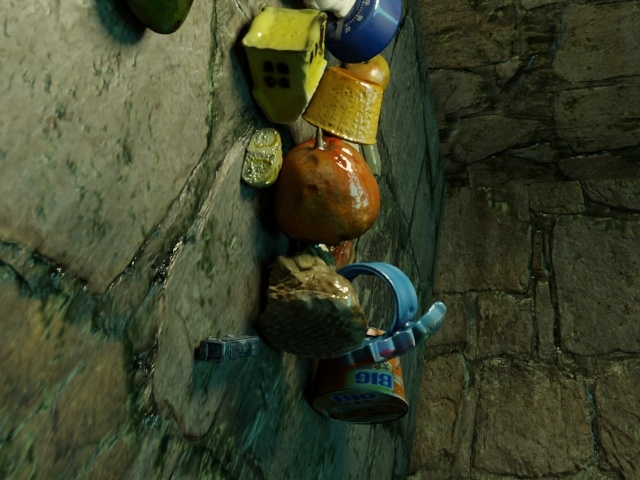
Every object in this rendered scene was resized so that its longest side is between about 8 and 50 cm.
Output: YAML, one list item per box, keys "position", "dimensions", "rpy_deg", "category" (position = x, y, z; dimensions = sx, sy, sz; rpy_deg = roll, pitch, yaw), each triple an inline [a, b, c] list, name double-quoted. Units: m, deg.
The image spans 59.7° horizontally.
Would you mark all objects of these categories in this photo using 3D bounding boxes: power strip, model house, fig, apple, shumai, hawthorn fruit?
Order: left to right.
- position: [-0.284, -0.421, 0.914]
  dimensions: [0.156, 0.123, 0.123]
  rpy_deg: [27, 56, -22]
  category: "fig"
- position: [-0.085, -0.414, 1.352]
  dimensions: [0.234, 0.174, 0.194]
  rpy_deg: [94, 9, -49]
  category: "model house"
- position: [0.001, 0.117, 1.349]
  dimensions: [0.314, 0.266, 0.263]
  rpy_deg: [131, -26, -55]
  category: "shumai"
- position: [0.006, -0.139, 1.379]
  dimensions: [0.277, 0.276, 0.298]
  rpy_deg: [-62, 153, -51]
  category: "hawthorn fruit"
- position: [0.159, -0.567, 1.947]
  dimensions: [0.155, 0.182, 0.183]
  rpy_deg: [76, 24, -50]
  category: "apple"
- position: [0.196, -0.372, 2.201]
  dimensions: [0.080, 0.048, 0.286]
  rpy_deg: [-66, 148, -43]
  category: "power strip"

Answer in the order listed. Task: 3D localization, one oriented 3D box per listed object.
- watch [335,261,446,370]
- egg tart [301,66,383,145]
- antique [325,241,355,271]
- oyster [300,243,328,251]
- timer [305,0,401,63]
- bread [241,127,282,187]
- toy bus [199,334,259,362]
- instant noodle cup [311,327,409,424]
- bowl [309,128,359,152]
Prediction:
- position: [0.160, 0.176, 1.477]
  dimensions: [0.241, 0.305, 0.275]
  rpy_deg: [7, 53, -61]
  category: "watch"
- position: [0.067, -0.340, 1.438]
  dimensions: [0.171, 0.215, 0.215]
  rpy_deg: [-67, 167, 22]
  category: "egg tart"
- position: [0.024, 0.102, 1.683]
  dimensions: [0.310, 0.087, 0.093]
  rpy_deg: [-62, 144, -50]
  category: "antique"
- position: [-0.008, -0.002, 1.592]
  dimensions: [0.198, 0.092, 0.260]
  rpy_deg: [76, 19, -54]
  category: "oyster"
- position: [0.032, -0.696, 1.574]
  dimensions: [0.383, 0.270, 0.271]
  rpy_deg: [13, 77, -55]
  category: "timer"
- position: [-0.131, -0.182, 1.318]
  dimensions: [0.094, 0.082, 0.157]
  rpy_deg: [84, 17, -47]
  category: "bread"
- position: [-0.187, 0.223, 1.157]
  dimensions: [0.166, 0.065, 0.047]
  rpy_deg: [15, 76, -69]
  category: "toy bus"
- position: [0.122, 0.404, 1.684]
  dimensions: [0.296, 0.296, 0.214]
  rpy_deg: [62, 26, -50]
  category: "instant noodle cup"
- position: [0.029, -0.237, 1.652]
  dimensions: [0.237, 0.126, 0.238]
  rpy_deg: [-1, 90, -68]
  category: "bowl"
